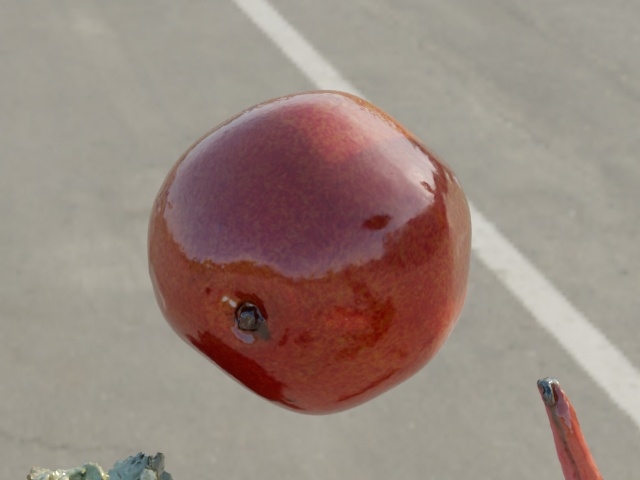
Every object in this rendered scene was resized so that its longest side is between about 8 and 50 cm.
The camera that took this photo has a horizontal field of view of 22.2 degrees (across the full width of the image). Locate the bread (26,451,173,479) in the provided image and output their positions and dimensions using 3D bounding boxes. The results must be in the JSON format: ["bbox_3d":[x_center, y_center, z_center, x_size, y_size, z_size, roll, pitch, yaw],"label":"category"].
[{"bbox_3d":[-0.147,0.258,1.198,0.171,0.192,0.314,7,-12,-9],"label":"bread"}]

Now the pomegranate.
[{"bbox_3d":[0.000,0.000,1.132,0.221,0.221,0.257,5,15,13],"label":"pomegranate"}]

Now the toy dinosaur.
[{"bbox_3d":[0.185,0.165,0.918,0.139,0.286,0.070,-7,46,-2],"label":"toy dinosaur"}]
